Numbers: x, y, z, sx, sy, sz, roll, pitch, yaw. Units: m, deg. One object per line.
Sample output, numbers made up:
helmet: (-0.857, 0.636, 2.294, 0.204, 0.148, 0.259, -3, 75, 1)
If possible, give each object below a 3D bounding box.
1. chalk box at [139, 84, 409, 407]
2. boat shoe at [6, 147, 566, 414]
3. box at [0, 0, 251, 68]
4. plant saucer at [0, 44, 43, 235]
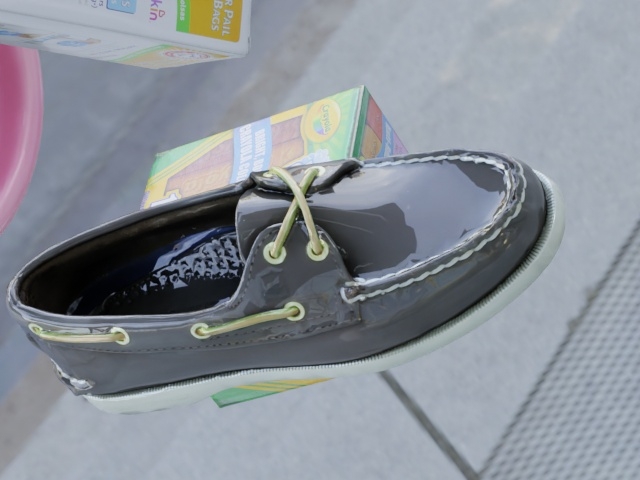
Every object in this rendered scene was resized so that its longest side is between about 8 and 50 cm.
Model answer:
chalk box: (0.000, 0.000, 1.084, 0.213, 0.132, 0.132, -18, 38, 25)
boat shoe: (-0.018, 0.011, 0.657, 0.228, 0.068, 0.081, -19, 49, 23)
box: (-0.146, -0.168, 0.947, 0.103, 0.203, 0.114, 0, 85, 53)
plant saucer: (-0.355, -0.119, 1.217, 0.084, 0.332, 0.332, -11, 47, 42)
